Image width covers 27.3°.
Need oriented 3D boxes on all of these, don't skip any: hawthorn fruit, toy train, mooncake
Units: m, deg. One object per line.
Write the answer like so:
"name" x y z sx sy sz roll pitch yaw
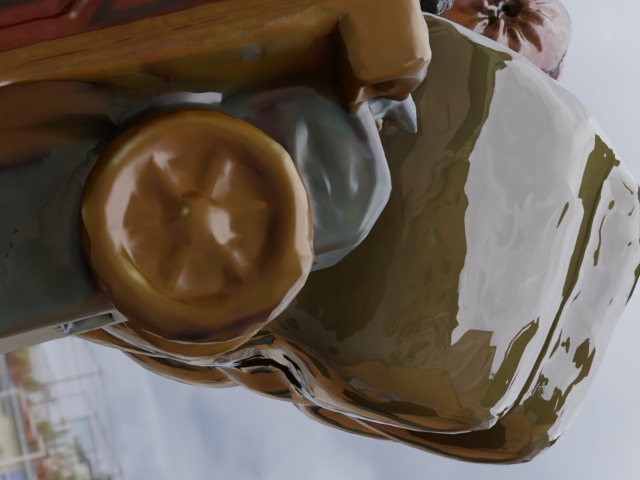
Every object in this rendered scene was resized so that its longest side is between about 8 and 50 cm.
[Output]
"hawthorn fruit" 0.135 -0.173 1.189 0.173 0.173 0.173 169 -90 -74
"toy train" -0.149 -0.046 0.478 0.163 0.369 0.231 139 -64 -80
"mooncake" 0.000 0.000 0.979 0.467 0.467 0.262 152 -42 -73

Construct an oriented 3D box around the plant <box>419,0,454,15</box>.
"plant" 0.045 -0.225 0.977 0.143 0.094 0.092 50 36 -47
